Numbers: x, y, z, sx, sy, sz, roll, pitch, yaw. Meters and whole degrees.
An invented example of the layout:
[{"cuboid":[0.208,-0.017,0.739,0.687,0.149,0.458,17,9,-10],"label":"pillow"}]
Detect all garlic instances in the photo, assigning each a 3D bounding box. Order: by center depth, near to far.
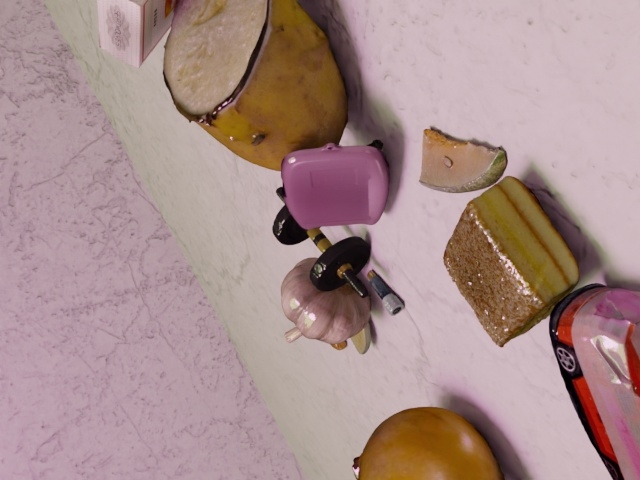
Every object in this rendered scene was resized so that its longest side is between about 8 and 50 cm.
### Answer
[{"cuboid":[-0.008,0.165,1.960,0.218,0.219,0.212,51,124,25],"label":"garlic"}]

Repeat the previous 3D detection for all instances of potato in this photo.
[{"cuboid":[-0.088,-0.318,1.560,0.290,0.296,0.397,-24,56,37],"label":"potato"}]

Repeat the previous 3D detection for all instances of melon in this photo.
[{"cuboid":[0.220,-0.112,1.337,0.182,0.054,0.098,28,127,56],"label":"melon"}]

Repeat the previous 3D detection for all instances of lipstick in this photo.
[{"cuboid":[0.131,0.107,1.849,0.116,0.037,0.037,53,159,31],"label":"lipstick"}]

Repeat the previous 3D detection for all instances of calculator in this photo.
[{"cuboid":[0.028,-0.090,1.555,0.294,0.194,0.043,80,-173,-65],"label":"calculator"}]

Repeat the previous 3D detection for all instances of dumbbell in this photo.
[{"cuboid":[0.000,0.000,1.856,0.325,0.143,0.143,50,158,26],"label":"dumbbell"}]

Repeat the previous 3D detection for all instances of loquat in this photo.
[{"cuboid":[0.241,0.504,1.763,0.360,0.328,0.328,5,138,11],"label":"loquat"}]

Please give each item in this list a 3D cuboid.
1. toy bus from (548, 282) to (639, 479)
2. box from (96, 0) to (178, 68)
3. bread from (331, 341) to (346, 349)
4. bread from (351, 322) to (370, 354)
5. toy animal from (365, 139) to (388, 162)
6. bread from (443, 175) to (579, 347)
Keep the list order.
[{"cuboid":[0.421,0.204,1.152,0.147,0.128,0.302,0,116,62],"label":"toy bus"},{"cuboid":[-0.277,-0.499,1.576,0.095,0.330,0.210,29,158,-1],"label":"box"},{"cuboid":[0.029,0.242,2.286,0.110,0.024,0.110,51,159,28],"label":"bread"},{"cuboid":[0.076,0.168,2.064,0.193,0.036,0.112,59,155,14],"label":"bread"},{"cuboid":[0.087,-0.138,1.575,0.047,0.065,0.135,53,158,18],"label":"toy animal"},{"cuboid":[0.277,0.033,1.277,0.184,0.111,0.234,58,166,16],"label":"bread"}]
